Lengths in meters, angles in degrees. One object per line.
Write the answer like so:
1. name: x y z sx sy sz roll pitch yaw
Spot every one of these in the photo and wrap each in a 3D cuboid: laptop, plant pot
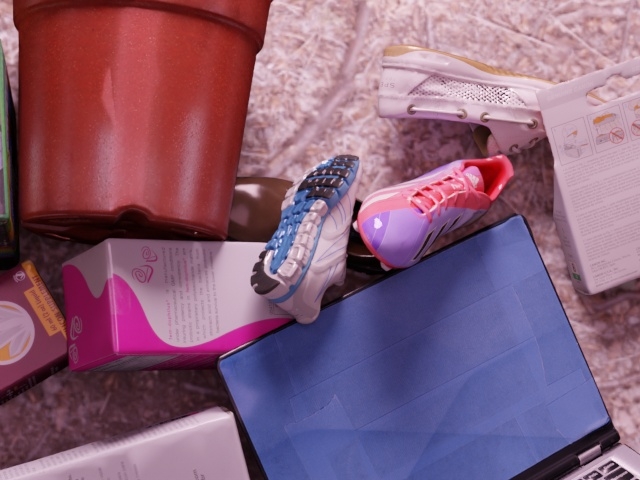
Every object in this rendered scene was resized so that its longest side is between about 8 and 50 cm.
1. laptop: 0.179 0.218 1.465 0.382 0.236 0.408 -25 38 -26
2. plant pot: -0.182 -0.134 1.526 0.272 0.272 0.265 5 82 -7

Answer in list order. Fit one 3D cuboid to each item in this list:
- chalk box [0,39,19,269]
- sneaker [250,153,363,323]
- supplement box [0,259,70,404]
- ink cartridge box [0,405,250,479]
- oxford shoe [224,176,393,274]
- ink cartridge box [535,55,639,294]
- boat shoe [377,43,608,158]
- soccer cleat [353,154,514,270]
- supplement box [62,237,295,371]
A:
1. chalk box: -0.378 -0.082 1.466 0.180 0.289 0.179 -3 77 -10
2. sneaker: 0.000 0.000 1.525 0.083 0.071 0.190 49 54 -31
3. supplement box: -0.339 0.113 1.535 0.188 0.081 0.104 -31 84 -13
4. ink cartridge box: -0.202 0.354 1.460 0.330 0.071 0.324 -15 98 -13
5. oxford shoe: -0.018 -0.027 1.607 0.227 0.096 0.082 10 78 -4
6. ink cartridge box: 0.326 -0.076 1.656 0.181 0.056 0.224 -19 99 -11
7. boat shoe: 0.191 -0.131 1.667 0.277 0.098 0.096 13 90 -8
8. soccer cleat: 0.115 -0.037 1.565 0.095 0.248 0.083 -38 83 28
9. supplement box: -0.127 0.065 1.523 0.220 0.114 0.111 3 76 -34
